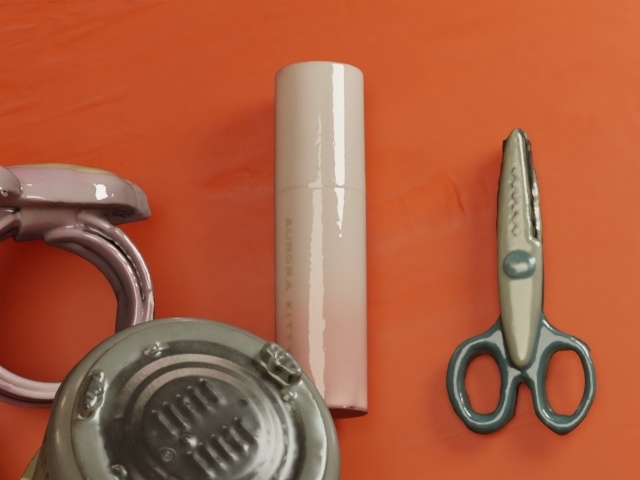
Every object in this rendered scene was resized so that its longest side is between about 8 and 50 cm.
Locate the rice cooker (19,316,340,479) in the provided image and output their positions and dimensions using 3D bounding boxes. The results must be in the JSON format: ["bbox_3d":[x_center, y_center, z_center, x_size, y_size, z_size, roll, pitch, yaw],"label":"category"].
[{"bbox_3d":[-0.126,0.225,1.405,0.264,0.316,0.317,16,79,-8],"label":"rice cooker"}]

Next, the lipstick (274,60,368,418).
[{"bbox_3d":[0.000,0.000,1.538,0.087,0.087,0.327,-2,77,8],"label":"lipstick"}]

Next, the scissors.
[{"bbox_3d":[0.185,0.036,1.525,0.138,0.041,0.289,-3,77,16],"label":"scissors"}]

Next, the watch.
[{"bbox_3d":[-0.276,0.040,1.507,0.248,0.211,0.217,1,79,-16],"label":"watch"}]
